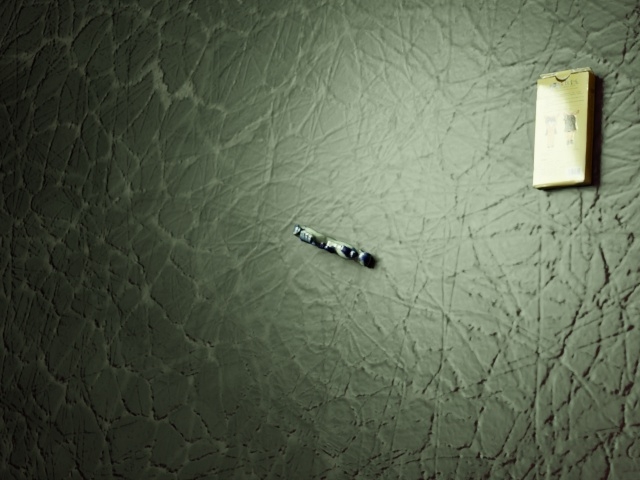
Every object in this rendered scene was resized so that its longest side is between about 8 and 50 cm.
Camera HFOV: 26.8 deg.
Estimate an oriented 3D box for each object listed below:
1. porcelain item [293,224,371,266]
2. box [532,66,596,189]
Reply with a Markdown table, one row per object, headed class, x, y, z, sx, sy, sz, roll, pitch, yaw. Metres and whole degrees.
| class | x | y | z | sx | sy | sz | roll | pitch | yaw |
| --- | --- | --- | --- | --- | --- | --- | --- | --- | --- |
| porcelain item | 0.000 | 0.000 | 1.815 | 0.136 | 0.075 | 0.021 | 23 | 91 | 40 |
| box | 0.300 | -0.137 | 1.656 | 0.073 | 0.020 | 0.149 | -4 | 75 | 38 |
